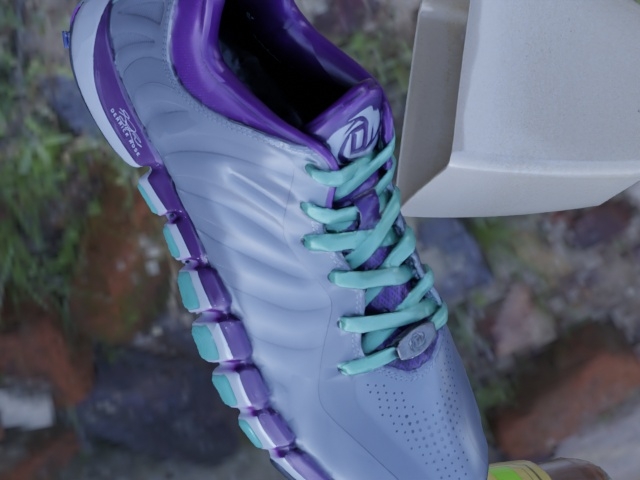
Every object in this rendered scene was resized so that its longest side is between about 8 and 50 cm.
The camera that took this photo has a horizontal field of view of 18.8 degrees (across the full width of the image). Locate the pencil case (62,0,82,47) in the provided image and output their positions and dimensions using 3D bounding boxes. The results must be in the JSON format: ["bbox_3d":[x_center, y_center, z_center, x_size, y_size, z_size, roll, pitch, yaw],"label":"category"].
[{"bbox_3d":[-0.156,-0.164,1.598,0.064,0.070,0.152,-1,178,14],"label":"pencil case"}]

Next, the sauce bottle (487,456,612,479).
[{"bbox_3d":[-0.023,0.172,0.879,0.344,0.111,0.111,-7,132,-20],"label":"sauce bottle"}]

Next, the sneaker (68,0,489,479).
[{"bbox_3d":[0.000,0.000,0.636,0.083,0.098,0.223,-37,99,-32],"label":"sneaker"}]

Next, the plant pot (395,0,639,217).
[{"bbox_3d":[0.097,-0.065,0.877,0.096,0.109,0.109,10,167,-10],"label":"plant pot"}]
